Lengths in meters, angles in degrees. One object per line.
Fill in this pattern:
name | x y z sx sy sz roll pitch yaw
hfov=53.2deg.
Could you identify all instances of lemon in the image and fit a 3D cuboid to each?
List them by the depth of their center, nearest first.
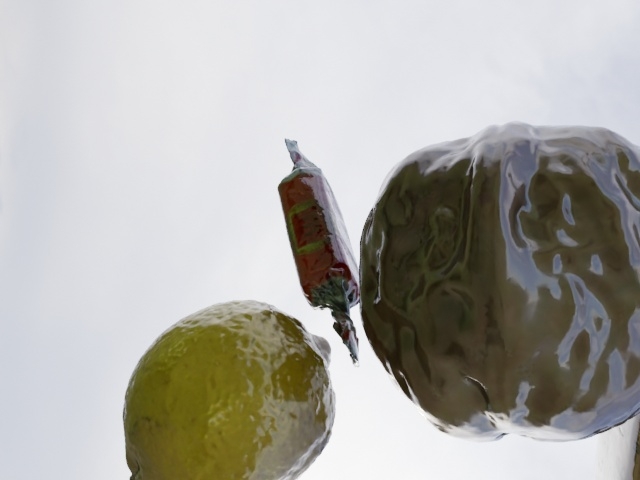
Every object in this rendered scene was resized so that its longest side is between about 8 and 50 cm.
lemon | -0.088 0.159 0.618 0.192 0.231 0.192 50 -17 21

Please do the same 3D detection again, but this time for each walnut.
walnut | 0.157 0.027 0.521 0.273 0.227 0.273 -23 -120 47

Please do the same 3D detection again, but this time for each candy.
candy | -0.001 0.000 0.680 0.059 0.086 0.292 -22 -129 8

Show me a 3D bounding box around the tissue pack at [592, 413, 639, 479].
tissue pack | 0.515 0.320 0.883 0.238 0.238 0.306 21 -62 50
